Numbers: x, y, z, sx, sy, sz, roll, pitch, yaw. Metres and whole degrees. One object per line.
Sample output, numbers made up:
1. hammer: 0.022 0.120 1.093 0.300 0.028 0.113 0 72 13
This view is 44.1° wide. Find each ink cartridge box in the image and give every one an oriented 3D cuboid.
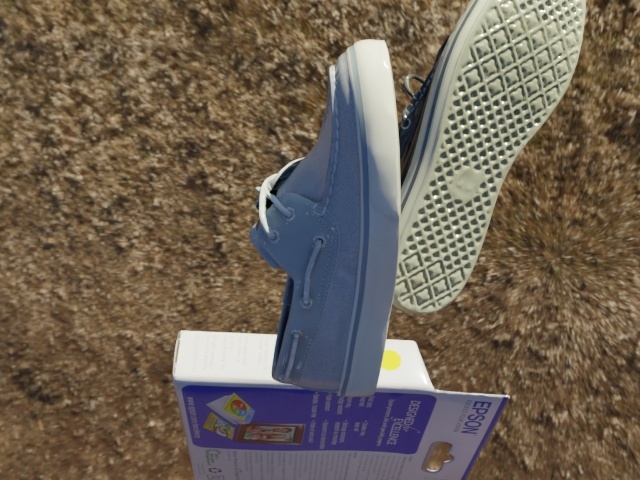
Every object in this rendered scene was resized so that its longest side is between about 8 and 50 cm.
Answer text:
1. ink cartridge box: 0.011 0.198 0.840 0.307 0.303 0.072 2 53 -3

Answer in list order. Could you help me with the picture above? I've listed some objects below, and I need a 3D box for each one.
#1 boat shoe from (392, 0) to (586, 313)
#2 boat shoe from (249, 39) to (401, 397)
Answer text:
1. boat shoe: 0.184 -0.149 1.046 0.187 0.156 0.500 18 100 -26
2. boat shoe: 0.000 0.000 0.446 0.081 0.079 0.227 1 123 -2
